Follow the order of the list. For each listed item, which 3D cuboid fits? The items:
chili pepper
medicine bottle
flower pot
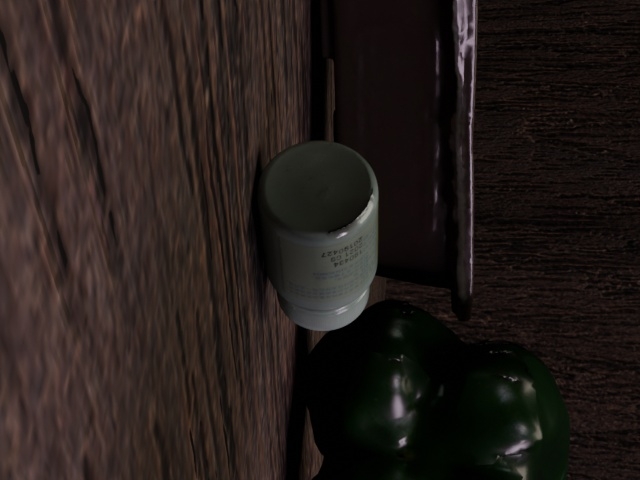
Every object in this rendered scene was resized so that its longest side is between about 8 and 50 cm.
[{"bbox_3d":[0.066,0.133,0.834,0.261,0.165,0.174,66,17,-73],"label":"chili pepper"},{"bbox_3d":[0.000,0.000,0.564,0.083,0.047,0.047,86,9,-60],"label":"medicine bottle"},{"bbox_3d":[0.044,-0.088,0.792,0.179,0.084,0.251,-82,171,-62],"label":"flower pot"}]
